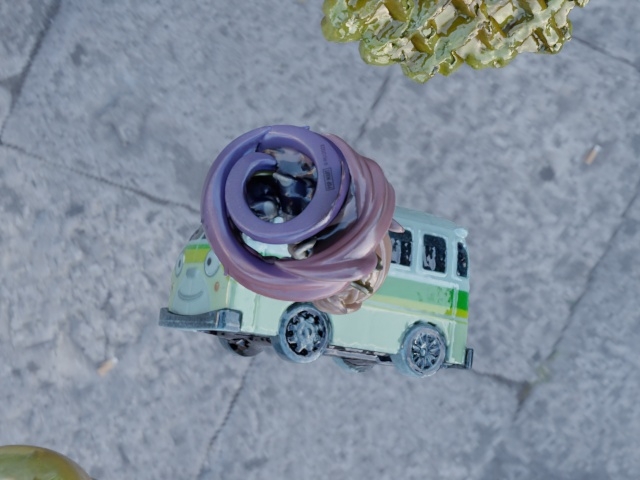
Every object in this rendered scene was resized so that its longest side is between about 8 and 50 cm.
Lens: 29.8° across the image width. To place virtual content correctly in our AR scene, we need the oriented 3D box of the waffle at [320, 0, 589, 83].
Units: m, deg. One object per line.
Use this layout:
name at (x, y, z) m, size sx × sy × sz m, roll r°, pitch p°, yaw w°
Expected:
waffle at (0.119, -0.242, 0.880) m, size 0.291 × 0.051 × 0.291 m, roll -14°, pitch 124°, yaw -21°

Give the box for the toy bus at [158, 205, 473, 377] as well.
toy bus at (0.004, 0.036, 1.109) m, size 0.276 × 0.133 × 0.165 m, roll 13°, pitch 81°, yaw -32°

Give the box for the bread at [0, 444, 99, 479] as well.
bread at (-0.318, 0.334, 1.197) m, size 0.315 × 0.211 × 0.270 m, roll -26°, pitch 150°, yaw 11°

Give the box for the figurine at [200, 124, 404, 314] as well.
figurine at (0.006, -0.006, 0.792) m, size 0.114 × 0.126 × 0.157 m, roll -32°, pitch 141°, yaw 23°
